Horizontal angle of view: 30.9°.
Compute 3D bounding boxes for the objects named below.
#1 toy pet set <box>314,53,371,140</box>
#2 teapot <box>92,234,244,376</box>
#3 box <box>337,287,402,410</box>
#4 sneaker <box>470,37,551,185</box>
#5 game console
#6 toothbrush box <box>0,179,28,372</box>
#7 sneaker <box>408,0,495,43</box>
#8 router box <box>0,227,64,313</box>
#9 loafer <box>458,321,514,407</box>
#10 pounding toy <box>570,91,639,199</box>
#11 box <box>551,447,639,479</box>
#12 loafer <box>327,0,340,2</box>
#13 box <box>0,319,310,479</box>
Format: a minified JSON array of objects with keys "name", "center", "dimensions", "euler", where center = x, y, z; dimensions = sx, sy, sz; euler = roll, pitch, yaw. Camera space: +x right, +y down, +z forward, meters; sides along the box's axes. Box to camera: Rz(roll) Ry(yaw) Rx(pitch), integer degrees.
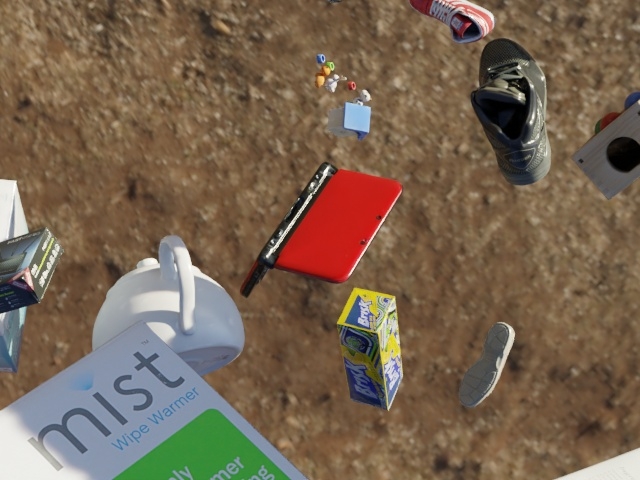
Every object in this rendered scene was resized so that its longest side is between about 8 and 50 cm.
[{"name":"toy pet set","center":[0.047,-0.224,1.827],"dimensions":[0.122,0.065,0.114],"euler":[29,62,-57]},{"name":"teapot","center":[-0.246,0.114,1.806],"dimensions":[0.256,0.187,0.252],"euler":[-23,162,19]},{"name":"box","center":[0.062,0.134,1.401],"dimensions":[0.169,0.054,0.059],"euler":[79,30,-49]},{"name":"sneaker","center":[0.240,-0.195,1.478],"dimensions":[0.087,0.227,0.130],"euler":[-10,144,15]},{"name":"game console","center":[0.000,0.000,1.144],"dimensions":[0.144,0.085,0.124],"euler":[-56,179,-36]},{"name":"toothbrush box","center":[-0.519,0.058,1.754],"dimensions":[0.126,0.216,0.295],"euler":[4,157,-6]},{"name":"sneaker","center":[0.164,-0.292,1.498],"dimensions":[0.118,0.067,0.042],"euler":[22,122,9]},{"name":"router box","center":[-0.354,0.041,1.279],"dimensions":[0.122,0.092,0.038],"euler":[-16,123,18]},{"name":"loafer","center":[0.232,0.173,1.582],"dimensions":[0.039,0.045,0.125],"euler":[23,93,-57]},{"name":"pounding toy","center":[0.445,-0.157,1.571],"dimensions":[0.206,0.094,0.181],"euler":[-43,176,36]},{"name":"box","center":[0.317,0.351,1.195],"dimensions":[0.345,0.168,0.215],"euler":[-9,132,-37]},{"name":"loafer","center":[0.057,-0.474,1.712],"dimensions":[0.094,0.087,0.251],"euler":[-22,122,-51]},{"name":"box","center":[-0.079,0.189,0.324],"dimensions":[0.262,0.231,0.127],"euler":[-33,157,-38]}]
